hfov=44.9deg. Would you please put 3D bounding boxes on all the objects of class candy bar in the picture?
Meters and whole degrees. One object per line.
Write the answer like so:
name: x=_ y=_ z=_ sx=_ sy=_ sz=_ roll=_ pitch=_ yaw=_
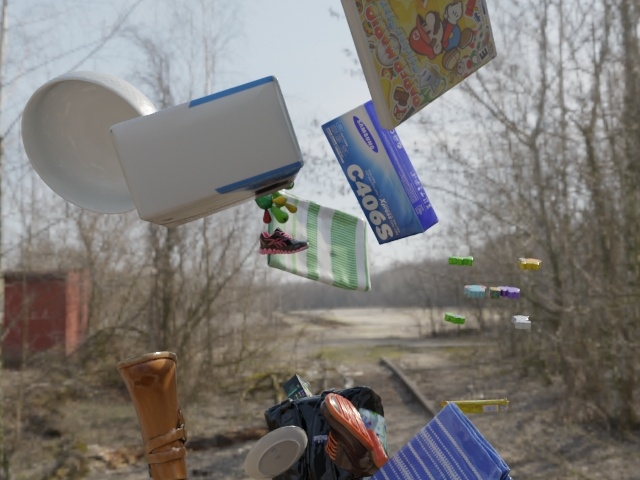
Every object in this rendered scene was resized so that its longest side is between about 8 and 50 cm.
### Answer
candy bar: x=0.367 y=0.394 z=1.834 sx=0.161 sy=0.040 sz=0.018 roll=-4 pitch=28 yaw=7

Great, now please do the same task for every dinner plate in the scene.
dinner plate: x=-0.085 y=0.426 z=1.535 sx=0.141 sy=0.141 sz=0.017 roll=2 pitch=29 yaw=-36

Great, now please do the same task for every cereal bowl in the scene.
cereal bowl: x=-0.499 y=-0.237 z=1.781 sx=0.338 sy=0.339 sz=0.141 roll=-3 pitch=30 yaw=15

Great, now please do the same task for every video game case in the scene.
video game case: x=0.126 y=-0.285 z=0.969 sx=0.206 sy=0.227 sz=0.026 roll=-36 pitch=37 yaw=-20

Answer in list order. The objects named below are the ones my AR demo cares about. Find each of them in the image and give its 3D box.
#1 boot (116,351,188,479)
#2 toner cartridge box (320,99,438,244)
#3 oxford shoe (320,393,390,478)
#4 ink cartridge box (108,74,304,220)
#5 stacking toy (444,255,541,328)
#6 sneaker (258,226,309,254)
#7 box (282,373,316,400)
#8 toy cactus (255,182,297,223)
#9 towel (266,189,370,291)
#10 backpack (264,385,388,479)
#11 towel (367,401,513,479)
boot: x=-0.303 y=0.335 z=1.425 sx=0.109 sy=0.220 sz=0.283 roll=-8 pitch=-24 yaw=-13
toner cartridge box: x=0.148 y=-0.169 z=1.946 sx=0.165 sy=0.348 sz=0.075 roll=-19 pitch=11 yaw=48
oxford shoe: x=0.051 y=0.391 z=1.492 sx=0.098 sy=0.097 sz=0.271 roll=-30 pitch=-49 yaw=4
ink cartridge box: x=-0.196 y=-0.146 z=1.427 sx=0.285 sy=0.166 sz=0.395 roll=-19 pitch=1 yaw=-5
stacking toy: x=0.411 y=0.121 z=1.861 sx=0.221 sy=0.167 sz=0.052 roll=3 pitch=15 yaw=2
sneaker: x=-0.080 y=0.000 z=1.629 sx=0.119 sy=0.057 sz=0.047 roll=-2 pitch=4 yaw=25
box: x=-0.051 y=0.401 z=2.008 sx=0.052 sy=0.083 sz=0.062 roll=-42 pitch=-45 yaw=6
toy cactus: x=-0.147 y=-0.129 z=1.761 sx=0.180 sy=0.219 sz=0.112 roll=-3 pitch=-20 yaw=-32
towel: x=0.000 y=0.000 z=2.085 sx=0.324 sy=0.248 sz=0.038 roll=19 pitch=-36 yaw=-32
backpack: x=0.028 y=0.540 z=1.694 sx=0.290 sy=0.356 sz=0.273 roll=-20 pitch=-44 yaw=23
towel: x=0.168 y=0.461 z=1.386 sx=0.040 sy=0.336 sz=0.243 roll=45 pitch=3 yaw=-27
